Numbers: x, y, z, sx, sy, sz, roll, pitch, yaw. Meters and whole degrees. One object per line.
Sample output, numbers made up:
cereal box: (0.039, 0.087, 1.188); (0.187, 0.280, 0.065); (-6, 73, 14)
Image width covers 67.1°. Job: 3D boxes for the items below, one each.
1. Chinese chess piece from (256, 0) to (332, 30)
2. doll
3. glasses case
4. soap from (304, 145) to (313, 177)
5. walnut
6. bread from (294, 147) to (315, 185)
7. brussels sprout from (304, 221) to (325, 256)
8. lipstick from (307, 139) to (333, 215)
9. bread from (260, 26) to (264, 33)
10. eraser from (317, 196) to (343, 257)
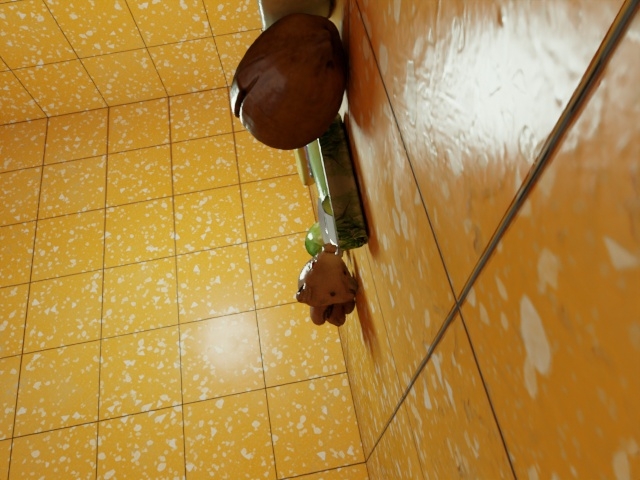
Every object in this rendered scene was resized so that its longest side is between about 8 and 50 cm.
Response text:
Chinese chess piece: (-0.072, -0.557, 0.879); (0.338, 0.140, 0.338); (170, 90, -88)
doll: (0.053, 0.159, 1.399); (0.201, 0.156, 0.303); (-60, -39, -22)
glasses case: (0.043, -0.122, 1.005); (0.095, 0.062, 0.272); (65, -166, -75)
soap: (-0.011, -0.277, 1.546); (0.203, 0.065, 0.122); (165, 94, -88)
walnut: (-0.045, -0.284, 0.864); (0.336, 0.208, 0.209); (163, 97, -67)
bread: (-0.049, -0.321, 1.861); (0.217, 0.098, 0.147); (79, 178, -48)
brussels sprout: (-0.004, 0.001, 1.923); (0.151, 0.122, 0.149); (90, 167, -82)
lipstick: (0.019, -0.170, 1.231); (0.304, 0.076, 0.076); (-102, 2, -52)
bread: (-0.138, -0.689, 1.656); (0.261, 0.147, 0.160); (-59, 22, 29)
eraser: (0.033, -0.057, 1.543); (0.243, 0.059, 0.205); (-144, 43, -82)
